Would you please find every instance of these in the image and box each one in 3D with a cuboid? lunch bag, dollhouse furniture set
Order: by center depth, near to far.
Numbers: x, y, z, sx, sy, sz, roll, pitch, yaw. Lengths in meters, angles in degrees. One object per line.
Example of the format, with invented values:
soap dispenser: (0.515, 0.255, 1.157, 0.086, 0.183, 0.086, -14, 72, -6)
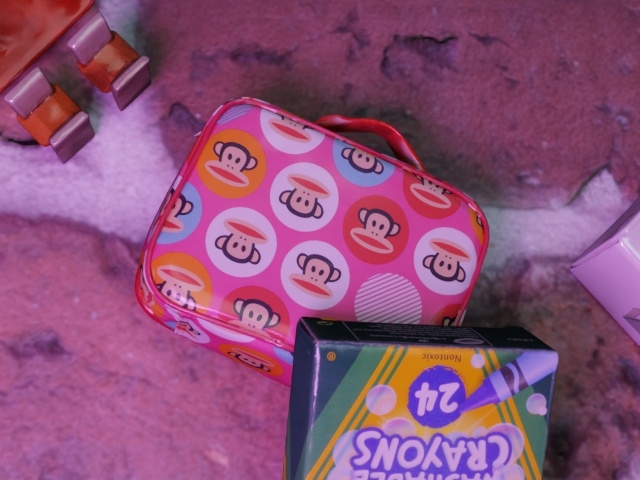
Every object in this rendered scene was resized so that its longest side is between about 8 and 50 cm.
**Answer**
lunch bag: (0.000, 0.000, 1.087, 0.293, 0.120, 0.258, 26, 70, -6)
dollhouse furniture set: (-0.252, -0.238, 1.110, 0.262, 0.135, 0.259, 45, 81, 1)

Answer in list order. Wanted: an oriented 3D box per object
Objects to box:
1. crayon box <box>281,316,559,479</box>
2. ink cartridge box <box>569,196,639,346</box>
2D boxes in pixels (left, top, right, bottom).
crayon box: (0.071, 0.233, 0.990, 0.203, 0.083, 0.323, 3, 100, -13)
ink cartridge box: (0.418, 0.053, 1.179, 0.198, 0.115, 0.273, -41, 87, -21)
